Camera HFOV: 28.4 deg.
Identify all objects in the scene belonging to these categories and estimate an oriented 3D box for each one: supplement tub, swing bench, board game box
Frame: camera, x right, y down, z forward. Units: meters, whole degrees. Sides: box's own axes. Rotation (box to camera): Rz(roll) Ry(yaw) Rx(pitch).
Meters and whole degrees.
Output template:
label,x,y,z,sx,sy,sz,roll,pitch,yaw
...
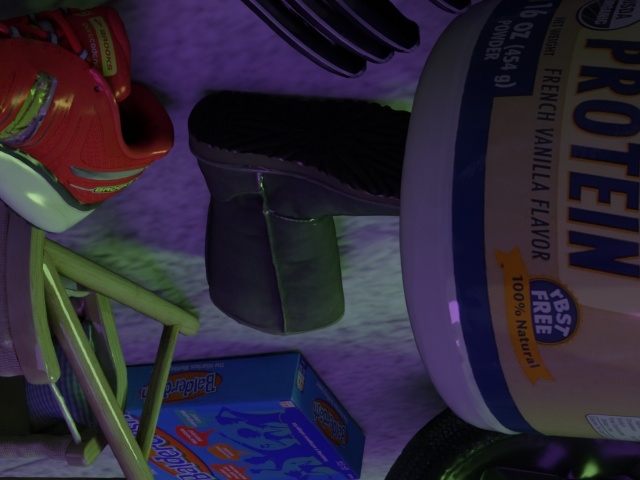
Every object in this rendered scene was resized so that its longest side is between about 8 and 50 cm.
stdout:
label,x,y,z,sx,sy,sz,roll,pitch,yaw
supplement tub,0.219,-0.013,0.595,0.316,0.228,0.228,0,146,27
swing bench,-0.262,0.068,0.916,0.253,0.165,0.254,-5,144,20
board game box,-0.086,0.165,1.124,0.210,0.047,0.160,-7,143,23

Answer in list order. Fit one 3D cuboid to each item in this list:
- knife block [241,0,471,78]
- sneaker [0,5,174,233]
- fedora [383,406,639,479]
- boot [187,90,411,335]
label,x,y,z,sx,sy,sz,roll,pitch,yaw
knife block,-0.059,-0.181,0.566,0.276,0.088,0.242,8,146,2
sneaker,-0.165,-0.099,0.683,0.118,0.107,0.279,-28,159,8
fedora,0.201,0.262,1.064,0.334,0.334,0.152,10,177,-2
boot,0.002,-0.001,0.833,0.190,0.076,0.208,15,142,16
